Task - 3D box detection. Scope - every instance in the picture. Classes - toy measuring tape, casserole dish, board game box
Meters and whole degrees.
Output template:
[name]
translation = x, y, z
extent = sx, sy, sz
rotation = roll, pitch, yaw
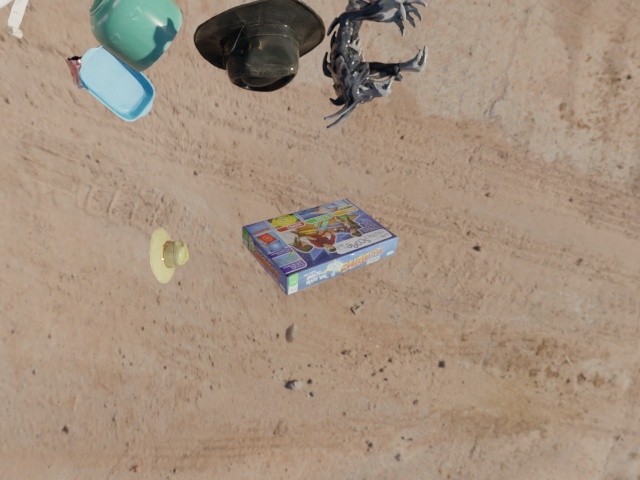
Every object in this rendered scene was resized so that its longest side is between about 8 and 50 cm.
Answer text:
[toy measuring tape]
translation = -0.706, -0.668, 1.083
extent = 0.122, 0.121, 0.330
rotation = 25, 99, -19
[casserole dish]
translation = -0.463, -0.357, 0.941
extent = 0.114, 0.037, 0.188
rotation = -55, 151, -8
[board game box]
translation = 0.000, 0.000, 0.642
extent = 0.201, 0.136, 0.035
rotation = -17, 131, -30

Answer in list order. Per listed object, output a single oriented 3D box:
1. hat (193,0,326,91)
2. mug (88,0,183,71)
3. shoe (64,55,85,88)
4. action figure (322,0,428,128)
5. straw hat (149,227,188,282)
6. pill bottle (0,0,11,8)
[hat]
translation = -0.142, -0.456, 1.046
extent = 0.332, 0.331, 0.133
rotation = -7, 84, -17
[mug]
translation = -0.304, -0.360, 0.667
extent = 0.129, 0.157, 0.097
rotation = -46, 137, 10
[shoe]
translation = -0.712, -0.506, 1.233
extent = 0.064, 0.178, 0.081
rotation = -19, 124, -22
[action figure]
translation = 0.081, -0.290, 0.578
extent = 0.141, 0.164, 0.275
rotation = 12, 93, 12
[straw hat]
translation = -0.363, 0.034, 1.031
extent = 0.061, 0.144, 0.144
rotation = -8, 100, 5
[pill bottle]
translation = -0.630, -0.492, 0.555
extent = 0.392, 0.224, 0.224
rotation = 28, 88, 6
